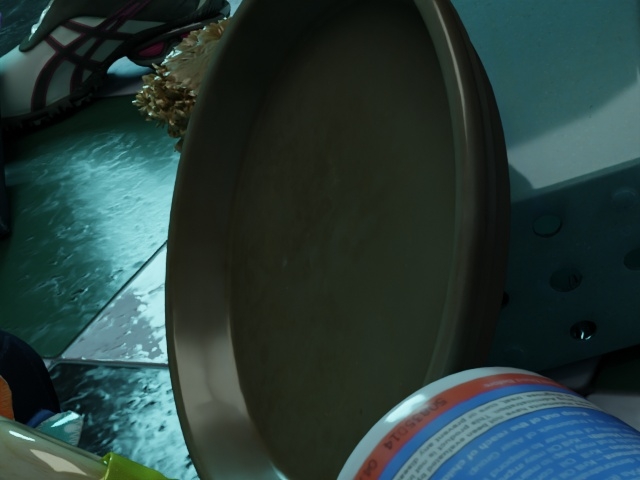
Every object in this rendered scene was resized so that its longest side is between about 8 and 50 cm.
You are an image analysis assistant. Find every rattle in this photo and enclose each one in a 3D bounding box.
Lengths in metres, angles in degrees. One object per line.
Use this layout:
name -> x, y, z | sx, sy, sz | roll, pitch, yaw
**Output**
rattle -> -0.128, 0.145, 0.608 | 0.199, 0.143, 0.130 | 10, 0, 43

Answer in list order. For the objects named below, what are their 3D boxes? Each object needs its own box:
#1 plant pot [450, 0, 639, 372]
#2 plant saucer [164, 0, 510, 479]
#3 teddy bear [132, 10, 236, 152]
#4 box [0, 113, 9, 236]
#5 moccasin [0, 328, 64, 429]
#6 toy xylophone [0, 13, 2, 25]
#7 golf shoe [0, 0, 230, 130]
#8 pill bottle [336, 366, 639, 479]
plant pot -> 0.106, -0.054, 0.685 | 0.165, 0.165, 0.234 | -16, 37, 13
plant saucer -> 0.000, 0.000, 0.609 | 0.041, 0.278, 0.278 | 6, 14, -30
teddy bear -> 0.037, -0.141, 0.933 | 0.245, 0.113, 0.338 | 19, 52, 24
box -> -0.473, -0.099, 1.061 | 0.395, 0.212, 0.293 | -21, 47, 5
moccasin -> -0.282, 0.058, 0.821 | 0.342, 0.117, 0.138 | 1, 36, 37
toy xylophone -> -0.455, -0.138, 1.332 | 0.322, 0.081, 0.236 | -27, 27, -6
golf shoe -> -0.219, -0.190, 1.208 | 0.272, 0.120, 0.105 | -23, 29, 3
pill bottle -> 0.100, 0.131, 0.398 | 0.124, 0.124, 0.221 | -32, 28, -16
